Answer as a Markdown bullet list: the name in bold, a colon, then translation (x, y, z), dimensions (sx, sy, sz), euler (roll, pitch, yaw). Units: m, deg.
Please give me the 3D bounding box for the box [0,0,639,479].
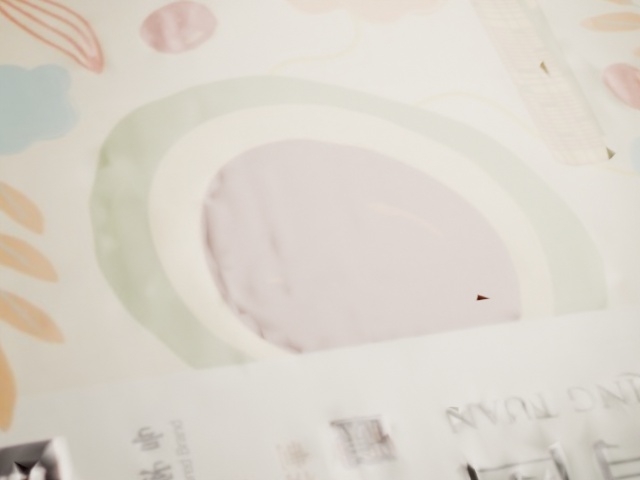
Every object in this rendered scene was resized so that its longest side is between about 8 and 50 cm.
- **box**: translation (0.000, 0.000, 0.554), dimensions (0.122, 0.344, 0.385), euler (105, -26, -51)
